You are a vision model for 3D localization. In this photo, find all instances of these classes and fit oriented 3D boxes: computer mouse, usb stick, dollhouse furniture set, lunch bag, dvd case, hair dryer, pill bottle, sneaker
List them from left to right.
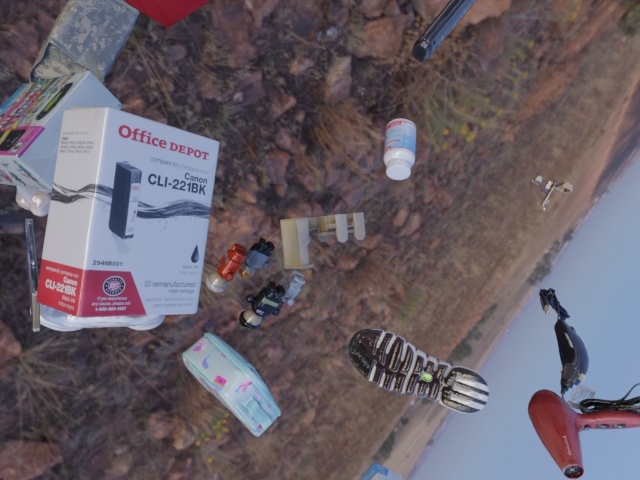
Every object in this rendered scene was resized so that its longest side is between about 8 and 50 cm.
[{"bbox_3d":[-0.602,0.078,1.101,0.018,0.164,0.221,-5,155,-30],"label":"dvd case"},{"bbox_3d":[-0.637,-0.505,1.398,0.169,0.287,0.235,33,62,-33],"label":"lunch bag"},{"bbox_3d":[-0.517,0.148,1.252,0.305,0.114,0.152,4,159,-26],"label":"sneaker"},{"bbox_3d":[-0.210,0.363,1.314,0.108,0.224,0.279,-46,145,-21],"label":"lunch bag"},{"bbox_3d":[0.000,0.000,1.747,0.242,0.212,0.160,-7,92,-36],"label":"dollhouse furniture set"},{"bbox_3d":[0.219,-0.251,1.456,0.087,0.087,0.160,80,15,-60],"label":"pill bottle"},{"bbox_3d":[0.197,0.271,1.069,0.106,0.282,0.162,-65,158,-7],"label":"sneaker"},{"bbox_3d":[0.293,-0.497,1.118,0.278,0.045,0.077,-51,180,-8],"label":"usb stick"},{"bbox_3d":[0.641,-0.132,1.477,0.081,0.091,0.114,-60,177,3],"label":"dollhouse furniture set"},{"bbox_3d":[0.672,0.249,1.440,0.060,0.184,0.262,-25,-144,32],"label":"computer mouse"},{"bbox_3d":[0.521,0.339,1.020,0.294,0.224,0.080,-35,115,-34],"label":"hair dryer"}]

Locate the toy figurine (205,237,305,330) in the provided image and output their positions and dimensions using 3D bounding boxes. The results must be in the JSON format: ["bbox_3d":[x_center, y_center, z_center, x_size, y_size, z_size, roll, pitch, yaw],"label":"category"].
[{"bbox_3d":[-0.169,0.112,1.384,0.148,0.213,0.209,-51,169,22],"label":"toy figurine"}]

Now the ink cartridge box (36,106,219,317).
[{"bbox_3d":[-0.268,-0.035,0.758,0.197,0.114,0.272,8,89,-54],"label":"ink cartridge box"}]

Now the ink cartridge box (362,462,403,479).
[{"bbox_3d":[0.182,0.683,1.364,0.061,0.104,0.181,-52,-159,13],"label":"ink cartridge box"}]

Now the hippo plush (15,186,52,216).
[{"bbox_3d":[-0.755,-0.209,1.257,0.237,0.234,0.294,7,75,-42],"label":"hippo plush"}]

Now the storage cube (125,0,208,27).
[{"bbox_3d":[-0.204,-0.424,0.663,0.184,0.193,0.214,18,73,-44],"label":"storage cube"}]

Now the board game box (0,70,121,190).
[{"bbox_3d":[-0.579,-0.224,1.078,0.097,0.304,0.224,51,58,-41],"label":"board game box"}]
